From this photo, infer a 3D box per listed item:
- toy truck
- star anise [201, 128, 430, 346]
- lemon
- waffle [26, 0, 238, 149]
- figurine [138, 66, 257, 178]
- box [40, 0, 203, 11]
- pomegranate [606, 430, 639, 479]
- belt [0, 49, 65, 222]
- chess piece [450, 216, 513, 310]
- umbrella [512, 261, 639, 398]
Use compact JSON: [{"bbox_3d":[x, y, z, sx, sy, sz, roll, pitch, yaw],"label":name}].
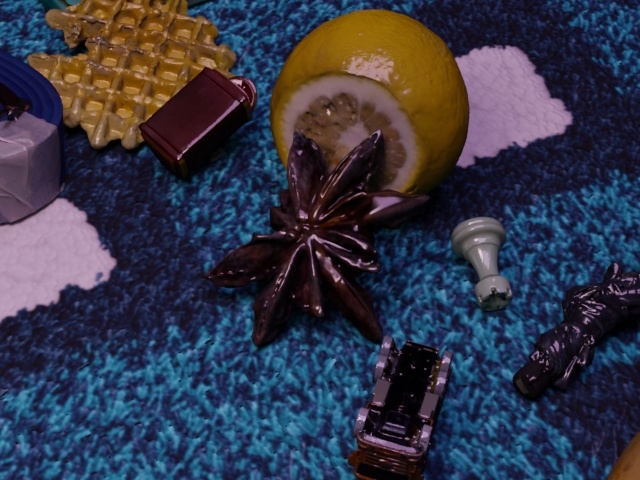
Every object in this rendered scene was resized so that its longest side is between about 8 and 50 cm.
[{"bbox_3d":[0.089,0.183,1.849,0.083,0.092,0.192,14,38,7],"label":"toy truck"},{"bbox_3d":[-0.002,-0.004,1.971,0.212,0.129,0.282,23,89,29],"label":"star anise"},{"bbox_3d":[0.067,-0.166,2.087,0.241,0.240,0.219,18,36,11],"label":"lemon"},{"bbox_3d":[-0.241,-0.221,2.214,0.261,0.056,0.250,-23,63,-27],"label":"waffle"},{"bbox_3d":[-0.136,-0.142,2.128,0.154,0.098,0.082,-42,57,-13],"label":"figurine"},{"bbox_3d":[-0.275,-0.360,2.365,0.226,0.042,0.161,-22,52,-26],"label":"box"},{"bbox_3d":[0.399,0.267,1.715,0.233,0.233,0.233,3,46,-3],"label":"pomegranate"},{"bbox_3d":[-0.472,-0.151,2.090,0.347,0.117,0.212,24,47,17],"label":"belt"},{"bbox_3d":[0.195,0.030,2.029,0.067,0.067,0.103,-5,56,-11],"label":"chess piece"},{"bbox_3d":[0.297,0.099,1.969,0.224,0.071,0.080,-39,33,-29],"label":"umbrella"}]
